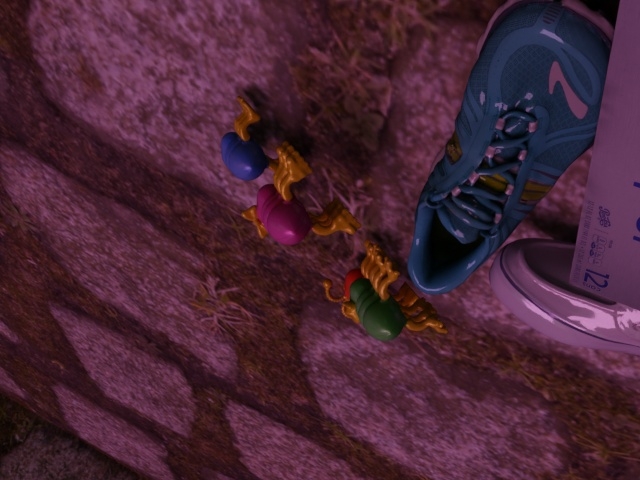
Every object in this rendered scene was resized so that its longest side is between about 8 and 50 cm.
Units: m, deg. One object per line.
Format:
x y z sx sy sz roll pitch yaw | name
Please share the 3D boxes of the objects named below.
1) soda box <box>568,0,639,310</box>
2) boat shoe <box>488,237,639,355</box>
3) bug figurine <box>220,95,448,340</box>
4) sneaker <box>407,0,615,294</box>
0.217 -0.077 0.444 0.091 0.098 0.286 23 146 27 | soda box
0.260 0.040 0.584 0.258 0.095 0.084 16 141 10 | boat shoe
0.000 0.000 0.706 0.279 0.072 0.216 48 -179 -18 | bug figurine
0.128 -0.051 0.552 0.107 0.110 0.275 28 147 11 | sneaker
